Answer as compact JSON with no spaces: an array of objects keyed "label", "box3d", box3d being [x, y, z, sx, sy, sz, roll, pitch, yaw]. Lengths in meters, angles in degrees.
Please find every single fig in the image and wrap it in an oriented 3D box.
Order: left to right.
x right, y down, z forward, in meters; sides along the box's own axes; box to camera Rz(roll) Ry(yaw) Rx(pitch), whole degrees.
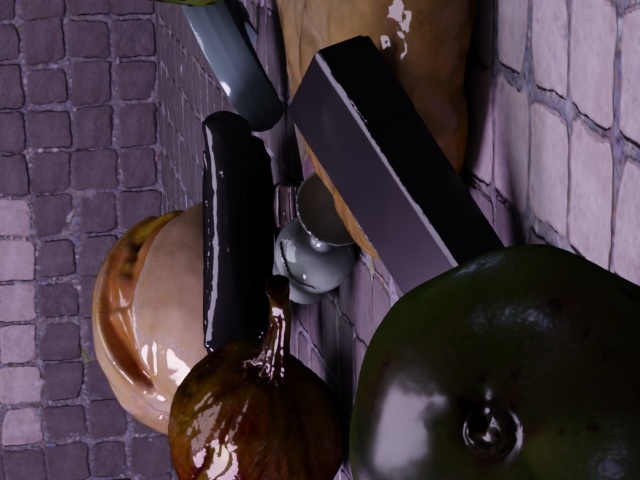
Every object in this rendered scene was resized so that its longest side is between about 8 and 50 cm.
[{"label":"fig","box3d":[-0.080,0.155,1.912,0.290,0.191,0.190,68,-172,-53]}]

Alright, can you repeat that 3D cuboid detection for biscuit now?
[{"label":"biscuit","box3d":[0.027,-0.196,1.509,0.446,0.104,0.429,-110,18,-57]}]

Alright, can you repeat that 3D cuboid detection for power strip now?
[{"label":"power strip","box3d":[-0.112,-0.246,2.254,0.167,0.054,0.253,59,-173,-36]}]

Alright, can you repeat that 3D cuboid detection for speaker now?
[{"label":"speaker","box3d":[0.060,-0.030,1.306,0.218,0.044,0.082,57,151,17]}]

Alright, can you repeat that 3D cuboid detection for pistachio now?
[{"label":"pistachio","box3d":[-0.181,0.107,2.518,0.230,0.230,0.309,119,150,-72]}]

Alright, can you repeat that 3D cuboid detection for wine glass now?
[{"label":"wine glass","box3d":[0.000,0.000,1.805,0.195,0.079,0.079,114,150,-70]}]

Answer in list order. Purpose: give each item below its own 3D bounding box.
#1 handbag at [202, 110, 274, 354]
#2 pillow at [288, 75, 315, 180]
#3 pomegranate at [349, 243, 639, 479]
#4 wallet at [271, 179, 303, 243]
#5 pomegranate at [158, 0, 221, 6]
[{"label":"handbag","box3d":[-0.094,0.006,2.142,0.244,0.088,0.275,88,-177,-82]},{"label":"pillow","box3d":[-0.005,-0.141,1.898,0.130,0.038,0.232,103,163,-49]},{"label":"pomegranate","box3d":[0.114,0.094,1.007,0.225,0.187,0.187,13,-109,-76]},{"label":"wallet","box3d":[-0.026,-0.002,2.045,0.230,0.042,0.124,-143,49,-85]},{"label":"pomegranate","box3d":[-0.155,-0.370,2.099,0.270,0.254,0.254,96,167,-69]}]
